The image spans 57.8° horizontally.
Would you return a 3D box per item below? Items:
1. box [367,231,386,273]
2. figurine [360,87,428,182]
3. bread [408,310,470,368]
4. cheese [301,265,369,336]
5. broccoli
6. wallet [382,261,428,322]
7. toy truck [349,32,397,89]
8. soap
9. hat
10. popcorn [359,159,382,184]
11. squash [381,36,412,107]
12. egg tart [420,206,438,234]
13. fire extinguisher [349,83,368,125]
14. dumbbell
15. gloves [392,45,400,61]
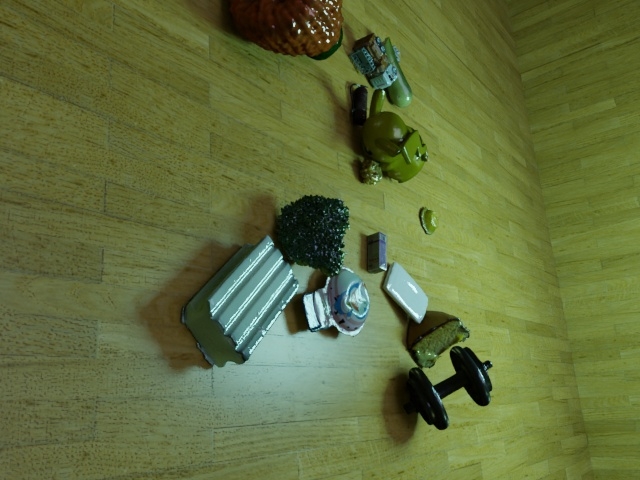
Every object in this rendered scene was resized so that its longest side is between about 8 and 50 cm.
[{"bbox_3d":[0.166,0.037,1.707,0.036,0.050,0.117,24,59,-40],"label":"box"},{"bbox_3d":[0.231,-0.299,1.816,0.326,0.169,0.218,23,50,-52],"label":"figurine"},{"bbox_3d":[0.357,0.310,1.805,0.140,0.169,0.160,53,55,-31],"label":"bread"},{"bbox_3d":[0.046,0.160,1.471,0.286,0.074,0.189,-8,82,-54],"label":"cheese"},{"bbox_3d":[0.000,0.000,1.414,0.194,0.194,0.220,19,39,-50],"label":"broccoli"},{"bbox_3d":[0.265,0.162,1.798,0.183,0.032,0.124,46,43,-21],"label":"wallet"},{"bbox_3d":[0.180,-0.587,1.944,0.178,0.080,0.115,52,46,-28],"label":"toy truck"},{"bbox_3d":[-0.159,0.123,1.187,0.150,0.094,0.261,57,39,-16],"label":"soap"},{"bbox_3d":[-0.046,-0.554,1.494,0.400,0.285,0.285,35,49,-62],"label":"hat"},{"bbox_3d":[0.155,-0.212,1.782,0.082,0.057,0.083,-40,107,-54],"label":"popcorn"},{"bbox_3d":[0.257,-0.592,2.061,0.083,0.083,0.250,-29,98,-55],"label":"squash"},{"bbox_3d":[0.397,-0.072,2.086,0.105,0.039,0.105,29,54,-49],"label":"egg tart"},{"bbox_3d":[0.122,-0.442,1.838,0.078,0.045,0.157,25,58,-36],"label":"fire extinguisher"},{"bbox_3d":[0.372,0.425,1.679,0.192,0.290,0.192,62,-8,16],"label":"dumbbell"},{"bbox_3d":[0.281,-0.700,2.179,0.064,0.026,0.086,66,30,-15],"label":"gloves"}]
